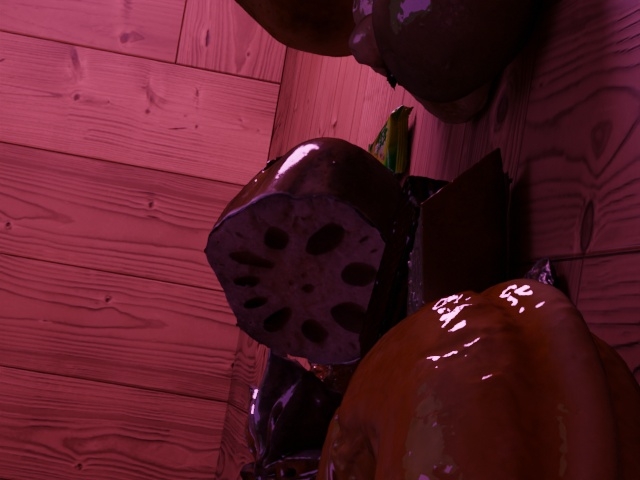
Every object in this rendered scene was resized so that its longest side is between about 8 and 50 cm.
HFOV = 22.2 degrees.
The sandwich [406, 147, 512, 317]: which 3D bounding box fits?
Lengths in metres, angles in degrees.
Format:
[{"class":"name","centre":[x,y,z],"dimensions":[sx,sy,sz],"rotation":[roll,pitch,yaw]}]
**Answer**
[{"class":"sandwich","centre":[0.128,0.036,1.485],"dimensions":[0.094,0.096,0.258],"rotation":[92,-178,-55]}]

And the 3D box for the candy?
[{"class":"candy","centre":[0.087,-0.108,2.184],"dimensions":[0.178,0.032,0.102],"rotation":[125,154,-71]}]

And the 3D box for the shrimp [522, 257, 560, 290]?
[{"class":"shrimp","centre":[0.178,0.067,1.353],"dimensions":[0.161,0.034,0.091],"rotation":[-96,18,-68]}]

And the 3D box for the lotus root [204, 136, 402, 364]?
[{"class":"lotus root","centre":[0.000,0.000,2.003],"dimensions":[0.192,0.272,0.272],"rotation":[-74,2,-47]}]

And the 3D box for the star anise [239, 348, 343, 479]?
[{"class":"star anise","centre":[-0.024,0.295,2.078],"dimensions":[0.332,0.118,0.331],"rotation":[172,90,-68]}]

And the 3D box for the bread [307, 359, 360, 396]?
[{"class":"bread","centre":[0.026,0.140,2.161],"dimensions":[0.105,0.076,0.233],"rotation":[137,144,-73]}]

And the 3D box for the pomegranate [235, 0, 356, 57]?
[{"class":"pomegranate","centre":[0.026,-0.391,1.993],"dimensions":[0.332,0.333,0.332],"rotation":[-170,90,-82]}]

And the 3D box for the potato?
[{"class":"potato","centre":[0.140,-0.248,1.592],"dimensions":[0.178,0.160,0.235],"rotation":[34,104,39]}]

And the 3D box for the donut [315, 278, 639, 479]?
[{"class":"donut","centre":[0.100,0.244,1.119],"dimensions":[0.449,0.198,0.449],"rotation":[-169,90,-79]}]

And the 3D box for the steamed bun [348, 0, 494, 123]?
[{"class":"steamed bun","centre":[0.108,-0.223,1.757],"dimensions":[0.141,0.155,0.172],"rotation":[116,163,-66]}]

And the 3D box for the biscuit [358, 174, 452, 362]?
[{"class":"biscuit","centre":[0.100,0.058,1.772],"dimensions":[0.106,0.070,0.252],"rotation":[-91,13,-58]}]
